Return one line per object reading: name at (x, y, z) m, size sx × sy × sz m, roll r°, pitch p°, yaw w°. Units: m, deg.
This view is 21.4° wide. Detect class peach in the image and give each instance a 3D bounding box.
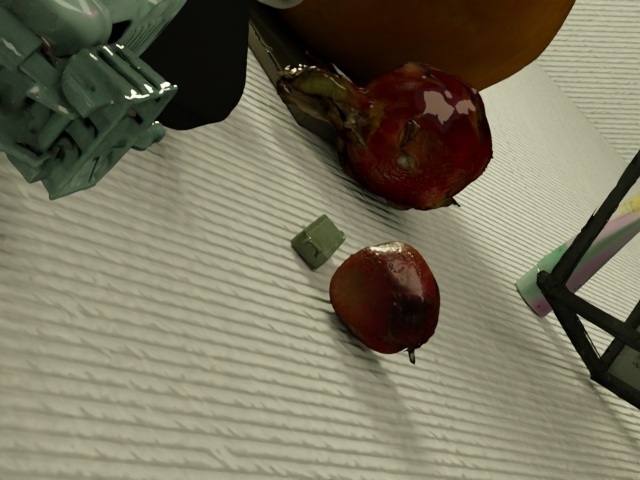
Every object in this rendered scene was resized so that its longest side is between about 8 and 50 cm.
peach at (0.097, -0.300, 1.603) m, size 0.343 × 0.301 × 0.343 m, roll 45°, pitch 15°, yaw -15°

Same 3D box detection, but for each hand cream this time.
hand cream at (0.274, 0.005, 1.684) m, size 0.047 × 0.174 × 0.076 m, roll 47°, pitch 15°, yaw -11°

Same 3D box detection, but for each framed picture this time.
framed picture at (-0.026, -0.170, 1.549) m, size 0.184 × 0.016 × 0.250 m, roll 26°, pitch 27°, yaw -57°

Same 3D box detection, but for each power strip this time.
power strip at (0.000, 0.000, 1.192) m, size 0.027 × 0.017 × 0.083 m, roll 51°, pitch 15°, yaw -1°

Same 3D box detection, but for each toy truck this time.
toy truck at (-0.202, -0.157, 0.771) m, size 0.338 × 0.133 × 0.184 m, roll 46°, pitch 25°, yaw -6°

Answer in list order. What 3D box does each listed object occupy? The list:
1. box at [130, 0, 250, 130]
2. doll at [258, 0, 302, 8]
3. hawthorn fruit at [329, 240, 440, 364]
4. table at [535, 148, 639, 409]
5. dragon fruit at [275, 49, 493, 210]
box at (-0.138, -0.239, 1.031) m, size 0.289 × 0.073 × 0.290 m, roll 27°, pitch 59°, yaw -51°
doll at (-0.143, -0.373, 1.233) m, size 0.365 × 0.187 × 0.376 m, roll 1°, pitch 86°, yaw -27°
hawthorn fruit at (0.045, 0.038, 1.128) m, size 0.077 × 0.077 × 0.077 m, roll 46°, pitch 15°, yaw -16°
table at (0.406, 0.078, 1.501) m, size 0.335 × 0.222 × 0.272 m, roll 32°, pitch -10°, yaw 29°
dragon fruit at (0.052, -0.099, 1.424) m, size 0.246 × 0.125 × 0.125 m, roll 24°, pitch 17°, yaw -41°
